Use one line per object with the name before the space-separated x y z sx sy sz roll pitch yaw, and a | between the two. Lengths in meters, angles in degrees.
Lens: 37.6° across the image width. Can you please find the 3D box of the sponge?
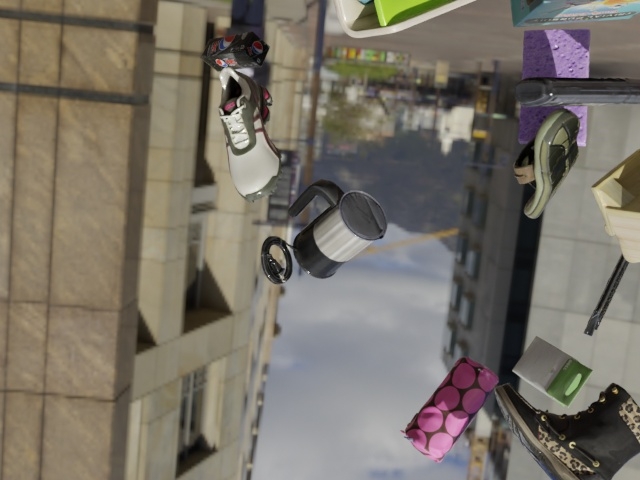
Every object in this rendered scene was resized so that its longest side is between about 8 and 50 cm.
sponge | 0.418 -0.273 1.678 0.117 0.210 0.031 2 172 17

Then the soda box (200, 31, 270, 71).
soda box | -0.188 -0.411 2.054 0.060 0.053 0.169 36 161 -37

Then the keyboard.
keyboard | 0.746 0.114 2.400 0.033 0.317 0.201 27 153 16

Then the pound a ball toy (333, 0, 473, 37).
pound a ball toy | 0.151 -0.442 1.380 0.319 0.208 0.135 -30 -156 -34

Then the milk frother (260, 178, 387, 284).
milk frother | 0.000 0.000 1.368 0.129 0.135 0.143 37 -132 -12

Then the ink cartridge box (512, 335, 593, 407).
ink cartridge box | 0.574 0.326 2.278 0.062 0.109 0.209 37 178 -33

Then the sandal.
sandal | 0.380 -0.143 1.612 0.086 0.120 0.303 32 163 21

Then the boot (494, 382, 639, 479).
boot | 0.666 0.471 2.464 0.284 0.138 0.377 -34 -125 -6

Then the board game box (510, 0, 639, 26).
board game box | 0.532 -0.488 1.784 0.253 0.079 0.336 -5 179 -5

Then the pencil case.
pencil case | 0.252 0.324 1.832 0.098 0.209 0.095 35 172 39

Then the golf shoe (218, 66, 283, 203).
golf shoe | -0.146 -0.195 1.738 0.105 0.273 0.120 -23 146 18

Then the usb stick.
usb stick | 0.414 -0.230 1.461 0.278 0.045 0.077 -6 -171 -37

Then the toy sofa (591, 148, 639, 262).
toy sofa | 0.685 -0.051 1.699 0.150 0.177 0.362 -37 -159 -17
